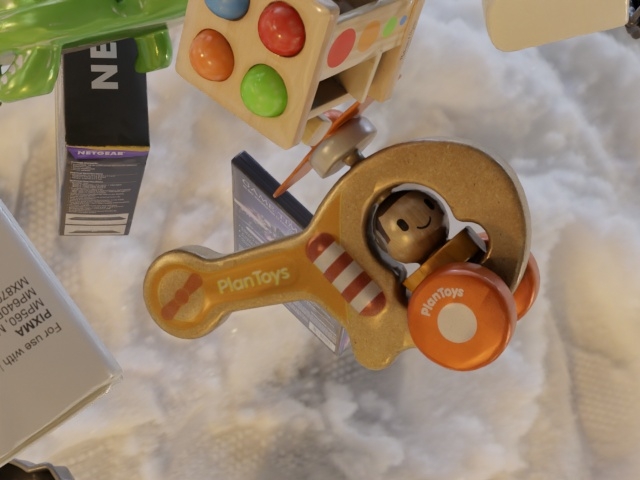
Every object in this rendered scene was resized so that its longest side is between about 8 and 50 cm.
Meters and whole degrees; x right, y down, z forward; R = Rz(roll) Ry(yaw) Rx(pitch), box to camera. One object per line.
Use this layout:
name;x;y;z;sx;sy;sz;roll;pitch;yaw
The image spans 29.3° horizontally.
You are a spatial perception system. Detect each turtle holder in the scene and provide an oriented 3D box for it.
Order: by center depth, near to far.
turtle holder;-0.194;-0.233;0.939;0.243;0.320;0.228;-14;99;-8

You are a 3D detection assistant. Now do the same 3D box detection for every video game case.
video game case;-0.032;0.023;1.468;0.026;0.274;0.196;-41;74;-19

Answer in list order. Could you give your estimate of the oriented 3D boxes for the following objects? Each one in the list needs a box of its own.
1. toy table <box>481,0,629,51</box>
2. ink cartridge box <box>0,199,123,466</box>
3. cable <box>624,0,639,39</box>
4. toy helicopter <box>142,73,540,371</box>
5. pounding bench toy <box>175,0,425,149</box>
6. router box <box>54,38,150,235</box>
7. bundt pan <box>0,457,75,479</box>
toy table;0.189;-0.184;0.555;0.252;0.161;0.274;-4;45;17
ink cartridge box;-0.233;-0.007;0.601;0.114;0.197;0.273;-37;96;-20
cable;0.304;-0.186;0.936;0.150;0.184;0.047;-3;102;15
toy helicopter;0.000;0.000;1.033;0.140;0.355;0.235;-35;110;-65
pounding bench toy;-0.012;-0.059;0.406;0.052;0.083;0.065;36;41;21
router box;-0.228;-0.187;1.245;0.081;0.243;0.309;-1;72;-14
bundt pan;-0.354;0.406;1.424;0.330;0.124;0.331;0;88;5
